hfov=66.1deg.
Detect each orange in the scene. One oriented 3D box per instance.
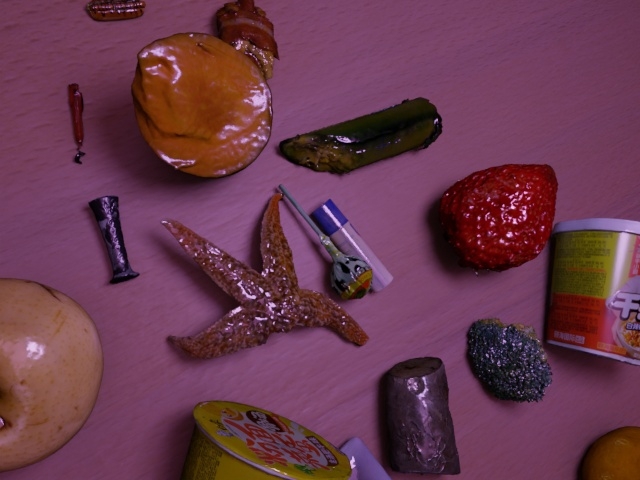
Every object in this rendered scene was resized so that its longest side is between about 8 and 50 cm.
[{"bbox_3d":[0.754,0.574,1.132,0.278,0.235,0.279,5,72,-14],"label":"orange"}]

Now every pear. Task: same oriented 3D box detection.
[{"bbox_3d":[-0.505,0.207,0.785,0.309,0.309,0.309,3,80,-17],"label":"pear"}]

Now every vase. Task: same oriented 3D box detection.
[{"bbox_3d":[-0.405,-0.002,0.967,0.059,0.059,0.167,-16,86,-19],"label":"vase"}]

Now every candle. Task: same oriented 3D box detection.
[{"bbox_3d":[-0.493,-0.238,1.001,0.026,0.021,0.168,-6,82,-17],"label":"candle"}]

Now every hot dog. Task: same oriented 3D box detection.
[{"bbox_3d":[-0.166,-0.452,1.097,0.146,0.103,0.213,-5,81,-17],"label":"hot dog"},{"bbox_3d":[-0.437,-0.501,1.057,0.122,0.037,0.049,-16,89,-17],"label":"hot dog"}]

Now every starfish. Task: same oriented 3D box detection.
[{"bbox_3d":[-0.121,0.104,1.011,0.398,0.132,0.384,-20,82,-23],"label":"starfish"}]

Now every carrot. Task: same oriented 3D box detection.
[{"bbox_3d":[-0.212,-0.240,0.948,0.241,0.340,0.242,-1,96,-9],"label":"carrot"}]

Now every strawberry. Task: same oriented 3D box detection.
[{"bbox_3d":[0.413,-0.064,1.117,0.277,0.257,0.257,-40,95,23],"label":"strawberry"}]

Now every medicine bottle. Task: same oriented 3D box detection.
[{"bbox_3d":[0.072,0.012,1.111,0.059,0.059,0.231,-40,94,-19],"label":"medicine bottle"}]

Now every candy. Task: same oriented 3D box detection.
[{"bbox_3d":[0.000,0.000,1.070,0.091,0.083,0.305,-42,83,17],"label":"candy"},{"bbox_3d":[0.079,0.516,1.018,0.138,0.071,0.174,-38,92,-19],"label":"candy"}]

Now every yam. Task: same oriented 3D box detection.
[{"bbox_3d":[0.211,0.386,1.047,0.153,0.154,0.255,-2,82,-17],"label":"yam"}]

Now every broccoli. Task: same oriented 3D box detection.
[{"bbox_3d":[0.454,0.267,1.158,0.194,0.194,0.220,-35,69,-19],"label":"broccoli"}]

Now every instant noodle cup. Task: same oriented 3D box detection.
[{"bbox_3d":[-0.120,0.450,0.870,0.311,0.311,0.222,23,85,-12],"label":"instant noodle cup"},{"bbox_3d":[0.696,0.129,1.190,0.293,0.294,0.308,15,83,-14],"label":"instant noodle cup"}]

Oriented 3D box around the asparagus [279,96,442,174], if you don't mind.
[{"bbox_3d":[0.099,-0.231,1.140,0.381,0.108,0.129,-21,88,-17],"label":"asparagus"}]
